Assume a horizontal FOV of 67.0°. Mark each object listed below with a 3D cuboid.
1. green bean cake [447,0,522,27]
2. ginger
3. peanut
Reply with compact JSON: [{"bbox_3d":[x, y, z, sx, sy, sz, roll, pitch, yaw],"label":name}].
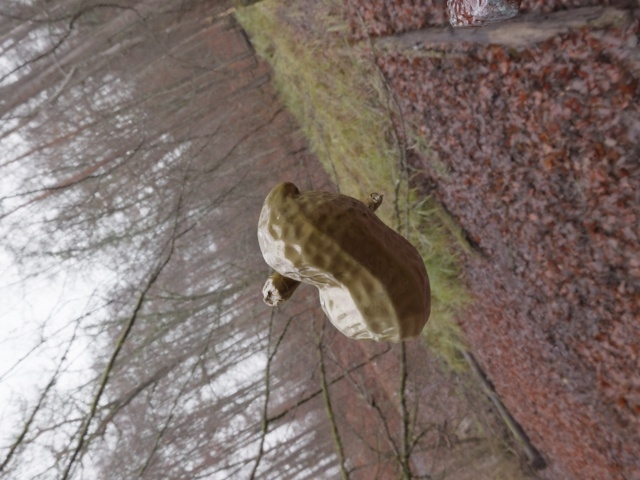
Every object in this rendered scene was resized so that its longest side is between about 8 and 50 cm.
[{"bbox_3d":[0.311,-0.532,0.917,0.199,0.097,0.233,-95,1,-69],"label":"green bean cake"},{"bbox_3d":[0.000,0.000,1.012,0.081,0.333,0.148,30,147,42],"label":"ginger"},{"bbox_3d":[0.031,0.018,0.567,0.233,0.110,0.197,43,-153,-9],"label":"peanut"}]
